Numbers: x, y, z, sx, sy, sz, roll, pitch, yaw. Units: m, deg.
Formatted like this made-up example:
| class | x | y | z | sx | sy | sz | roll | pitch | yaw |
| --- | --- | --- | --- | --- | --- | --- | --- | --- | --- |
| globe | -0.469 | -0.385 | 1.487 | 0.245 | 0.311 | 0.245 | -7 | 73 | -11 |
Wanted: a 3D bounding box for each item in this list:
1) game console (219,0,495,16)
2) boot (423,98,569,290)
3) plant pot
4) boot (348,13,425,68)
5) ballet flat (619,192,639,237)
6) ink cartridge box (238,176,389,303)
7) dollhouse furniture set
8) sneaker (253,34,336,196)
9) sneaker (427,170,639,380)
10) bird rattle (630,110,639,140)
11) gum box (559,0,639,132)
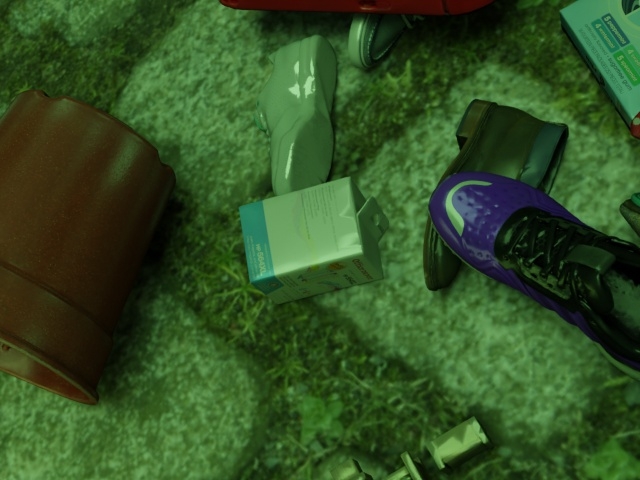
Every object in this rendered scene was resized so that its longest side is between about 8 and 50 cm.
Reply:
| class | x | y | z | sx | sy | sz | roll | pitch | yaw |
| --- | --- | --- | --- | --- | --- | --- | --- | --- | --- |
| game console | 0.083 | -0.417 | 1.207 | 0.342 | 0.060 | 0.386 | 4 | 60 | 25 |
| boot | 0.179 | -0.043 | 1.063 | 0.106 | 0.082 | 0.219 | 12 | 74 | 24 |
| plant pot | -0.303 | -0.001 | 1.119 | 0.272 | 0.272 | 0.265 | 17 | 70 | 22 |
| boot | 0.105 | -0.274 | 1.174 | 0.086 | 0.069 | 0.190 | 19 | 77 | 29 |
| ballet flat | 0.414 | 0.050 | 0.945 | 0.316 | 0.107 | 0.106 | 22 | 109 | 29 |
| ink cartridge box | 0.000 | 0.000 | 1.099 | 0.143 | 0.092 | 0.090 | -14 | 68 | 13 |
| dollhouse furniture set | 0.082 | 0.244 | 0.948 | 0.182 | 0.161 | 0.101 | -32 | 65 | 6 |
| sneaker | -0.039 | -0.131 | 1.177 | 0.094 | 0.080 | 0.212 | -6 | 62 | 28 |
| sneaker | 0.233 | 0.018 | 0.955 | 0.293 | 0.146 | 0.102 | 35 | 85 | 10 |
| bird rattle | 0.409 | -0.075 | 0.936 | 0.253 | 0.143 | 0.207 | 15 | 45 | 14 |
| gum box | 0.372 | -0.222 | 1.085 | 0.184 | 0.041 | 0.157 | -28 | 65 | 6 |
